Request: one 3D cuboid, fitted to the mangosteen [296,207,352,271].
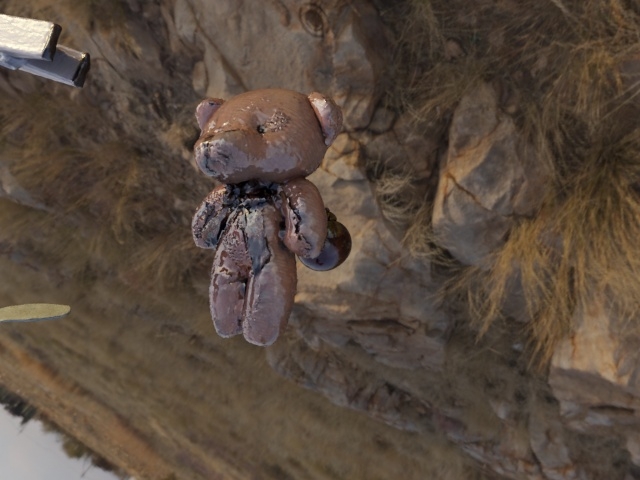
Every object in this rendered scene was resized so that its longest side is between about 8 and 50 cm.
[{"bbox_3d":[0.001,0.003,0.719,0.081,0.081,0.081,27,150,17],"label":"mangosteen"}]

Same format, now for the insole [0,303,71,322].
[{"bbox_3d":[-0.595,0.144,1.031,0.063,0.192,0.010,-126,37,-60],"label":"insole"}]

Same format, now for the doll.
[{"bbox_3d":[-0.088,-0.036,0.597,0.201,0.303,0.156,1,170,28],"label":"doll"}]

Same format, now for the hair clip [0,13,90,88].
[{"bbox_3d":[-0.586,-0.366,0.970,0.331,0.085,0.101,16,179,17],"label":"hair clip"}]
